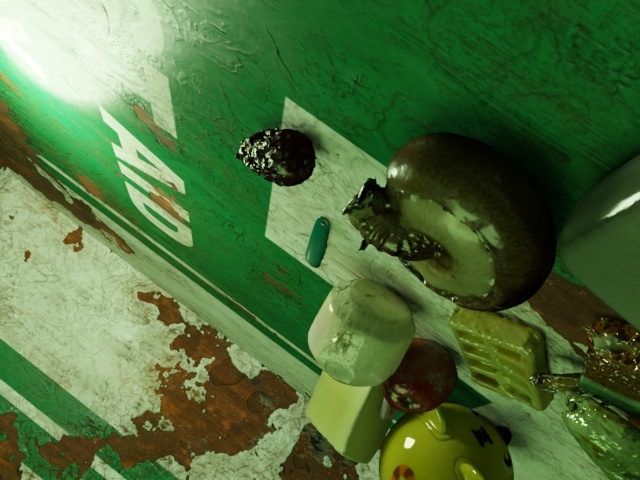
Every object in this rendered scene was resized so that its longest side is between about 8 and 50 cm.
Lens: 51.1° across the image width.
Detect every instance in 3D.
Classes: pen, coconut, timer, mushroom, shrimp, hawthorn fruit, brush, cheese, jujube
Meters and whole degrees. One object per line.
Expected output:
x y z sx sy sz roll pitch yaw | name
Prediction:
0.194 0.354 1.669 0.053 0.197 0.032 10 -168 -25 | pen
0.083 0.208 1.425 0.224 0.234 0.224 25 -162 -9 | coconut
0.321 0.558 1.665 0.376 0.376 0.387 30 148 21 | timer
0.178 -0.024 0.895 0.278 0.163 0.297 26 159 7 | mushroom
0.463 0.258 1.164 0.178 0.034 0.124 -10 145 40 | shrimp
0.216 0.306 1.513 0.173 0.173 0.173 33 159 14 | hawthorn fruit
0.000 0.000 1.434 0.043 0.032 0.193 38 148 13 | brush
0.088 0.432 1.810 0.124 0.242 0.265 19 -178 -25 | cheese
-0.071 -0.148 1.144 0.166 0.104 0.104 32 162 47 | jujube

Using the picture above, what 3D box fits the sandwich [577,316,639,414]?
0.473 0.196 0.978 0.235 0.079 0.159 12 148 51 | sandwich

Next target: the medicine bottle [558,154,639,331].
0.441 0.058 0.672 0.375 0.123 0.282 38 158 2 | medicine bottle

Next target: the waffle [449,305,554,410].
0.351 0.227 1.282 0.168 0.057 0.274 21 154 36 | waffle

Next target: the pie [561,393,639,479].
0.481 0.338 1.097 0.248 0.090 0.201 44 177 -38 | pie
